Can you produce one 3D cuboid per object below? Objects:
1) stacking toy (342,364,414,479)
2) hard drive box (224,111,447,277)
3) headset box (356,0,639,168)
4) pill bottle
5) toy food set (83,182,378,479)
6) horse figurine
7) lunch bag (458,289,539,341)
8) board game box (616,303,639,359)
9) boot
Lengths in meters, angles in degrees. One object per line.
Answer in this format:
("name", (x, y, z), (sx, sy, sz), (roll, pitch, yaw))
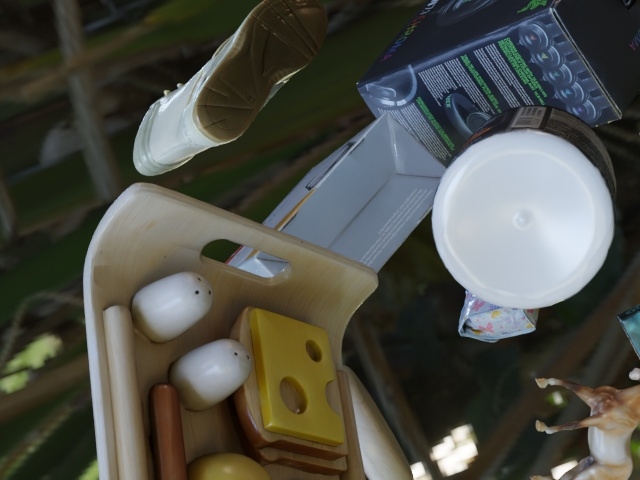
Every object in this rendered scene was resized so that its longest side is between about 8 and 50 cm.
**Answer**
("stacking toy", (-0.083, 0.255, 1.408), (0.141, 0.330, 0.141), (59, -178, -3))
("hard drive box", (0.000, 0.000, 1.364), (0.089, 0.181, 0.232), (44, 161, -5))
("headset box", (0.220, -0.208, 1.496), (0.131, 0.283, 0.246), (53, -128, -18))
("pill bottle", (0.162, -0.035, 1.156), (0.246, 0.130, 0.130), (-43, -67, -75))
("toy food set", (-0.018, 0.129, 0.881), (0.220, 0.092, 0.306), (20, -130, -43))
("horse figurine", (0.357, 0.270, 1.968), (0.066, 0.174, 0.263), (-118, 29, -63))
("lunch bag", (0.188, 0.066, 1.578), (0.053, 0.083, 0.071), (53, -143, -30))
("board game box", (0.393, 0.127, 1.488), (0.186, 0.126, 0.026), (61, -174, -8))
("boot", (-0.094, -0.158, 1.502), (0.077, 0.213, 0.165), (45, 148, -15))
